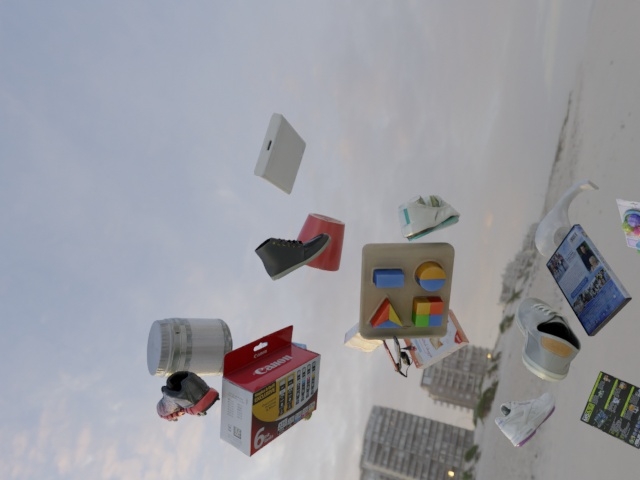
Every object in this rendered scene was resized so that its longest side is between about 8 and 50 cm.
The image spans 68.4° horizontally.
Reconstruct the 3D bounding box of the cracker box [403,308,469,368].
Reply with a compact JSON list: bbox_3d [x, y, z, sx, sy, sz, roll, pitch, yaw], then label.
[{"bbox_3d":[0.462,0.399,1.910,0.067,0.232,0.155,20,-142,-47],"label":"cracker box"}]

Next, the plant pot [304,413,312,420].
[{"bbox_3d":[-0.095,0.814,2.231,0.079,0.084,0.083,18,-100,-54],"label":"plant pot"}]

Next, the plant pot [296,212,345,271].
[{"bbox_3d":[0.000,0.000,2.406,0.275,0.275,0.242,-3,-69,-63],"label":"plant pot"}]

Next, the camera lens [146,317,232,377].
[{"bbox_3d":[-0.482,0.399,1.757,0.275,0.219,0.219,7,-91,-32],"label":"camera lens"}]

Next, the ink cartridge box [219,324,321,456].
[{"bbox_3d":[-0.143,0.433,1.414,0.310,0.130,0.271,-15,-67,-52],"label":"ink cartridge box"}]

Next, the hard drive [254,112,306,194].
[{"bbox_3d":[-0.128,-0.278,1.575,0.307,0.040,0.202,20,-93,-77],"label":"hard drive"}]

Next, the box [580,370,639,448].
[{"bbox_3d":[1.011,0.570,1.596,0.045,0.184,0.190,30,-97,-53],"label":"box"}]

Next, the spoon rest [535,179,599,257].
[{"bbox_3d":[0.802,-0.070,1.551,0.276,0.137,0.084,-59,16,1],"label":"spoon rest"}]

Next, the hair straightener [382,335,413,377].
[{"bbox_3d":[0.285,0.406,1.639,0.047,0.089,0.230,-115,0,-52],"label":"hair straightener"}]

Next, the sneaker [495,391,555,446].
[{"bbox_3d":[0.807,0.664,1.845,0.305,0.152,0.114,-23,-40,-35],"label":"sneaker"}]

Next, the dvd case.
[{"bbox_3d":[0.714,0.106,1.276,0.180,0.022,0.252,97,166,-48],"label":"dvd case"}]

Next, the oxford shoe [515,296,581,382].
[{"bbox_3d":[0.685,0.259,1.413,0.449,0.169,0.129,-34,-37,-64],"label":"oxford shoe"}]

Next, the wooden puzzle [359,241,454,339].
[{"bbox_3d":[0.301,0.184,1.632,0.080,0.323,0.347,-108,18,-76],"label":"wooden puzzle"}]

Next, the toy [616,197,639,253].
[{"bbox_3d":[1.185,-0.041,1.767,0.056,0.137,0.237,-40,-64,-11],"label":"toy"}]

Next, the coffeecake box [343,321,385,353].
[{"bbox_3d":[0.213,0.468,2.272,0.185,0.143,0.068,124,163,-53],"label":"coffeecake box"}]

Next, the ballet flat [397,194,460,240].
[{"bbox_3d":[0.355,-0.089,1.531,0.400,0.139,0.139,-13,-72,-59],"label":"ballet flat"}]

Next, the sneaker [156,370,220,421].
[{"bbox_3d":[-0.408,0.444,1.362,0.135,0.276,0.097,54,-138,-10],"label":"sneaker"}]

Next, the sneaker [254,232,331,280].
[{"bbox_3d":[-0.083,0.018,1.421,0.118,0.222,0.083,57,180,-15],"label":"sneaker"}]

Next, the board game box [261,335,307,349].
[{"bbox_3d":[-0.163,0.520,2.193,0.160,0.212,0.039,84,-159,-46],"label":"board game box"}]
